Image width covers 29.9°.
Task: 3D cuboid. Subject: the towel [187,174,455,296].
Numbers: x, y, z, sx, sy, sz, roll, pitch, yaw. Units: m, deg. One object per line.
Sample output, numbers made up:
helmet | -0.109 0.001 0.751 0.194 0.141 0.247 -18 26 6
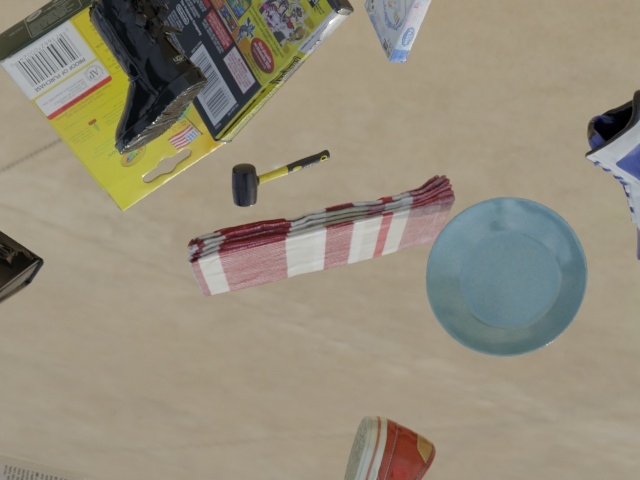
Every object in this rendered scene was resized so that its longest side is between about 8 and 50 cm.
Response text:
towel | 0.000 0.000 1.515 0.329 0.037 0.237 -13 166 -4

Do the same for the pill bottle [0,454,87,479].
pill bottle | -0.437 0.409 1.771 0.283 0.160 0.160 17 158 -14

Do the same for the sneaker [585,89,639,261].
sneaker | 0.493 -0.117 1.840 0.182 0.127 0.315 13 134 14

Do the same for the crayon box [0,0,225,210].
crayon box | -0.297 -0.212 1.730 0.202 0.081 0.318 -33 131 -1

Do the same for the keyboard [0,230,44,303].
keyboard | -0.355 -0.056 0.912 0.317 0.033 0.201 35 -166 -2

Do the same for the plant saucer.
plant saucer | 0.225 0.046 1.445 0.195 0.195 0.037 4 170 20

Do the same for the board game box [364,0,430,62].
board game box | 0.075 -0.233 1.145 0.020 0.090 0.090 0 137 -21

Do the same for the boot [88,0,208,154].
boot | -0.140 -0.131 0.891 0.099 0.045 0.121 56 138 4

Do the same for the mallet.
mallet | -0.060 -0.098 1.845 0.189 0.062 0.039 -15 -148 -40

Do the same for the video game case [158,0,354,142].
video game case | -0.110 -0.305 1.495 0.248 0.275 0.035 -43 156 30

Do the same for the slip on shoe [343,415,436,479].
slip on shoe | 0.062 0.375 1.446 0.101 0.331 0.123 13 -171 -6
